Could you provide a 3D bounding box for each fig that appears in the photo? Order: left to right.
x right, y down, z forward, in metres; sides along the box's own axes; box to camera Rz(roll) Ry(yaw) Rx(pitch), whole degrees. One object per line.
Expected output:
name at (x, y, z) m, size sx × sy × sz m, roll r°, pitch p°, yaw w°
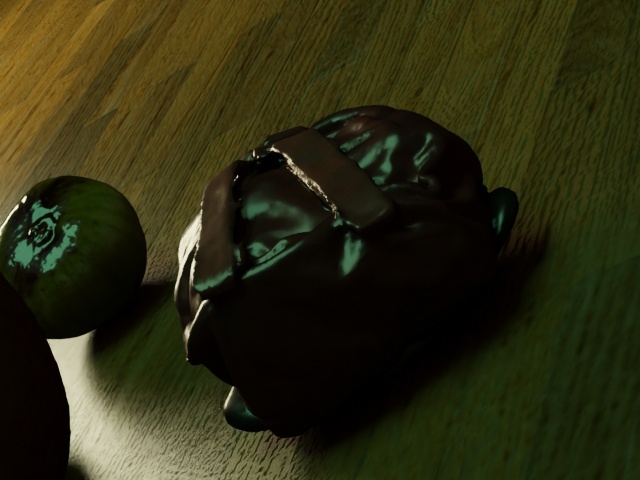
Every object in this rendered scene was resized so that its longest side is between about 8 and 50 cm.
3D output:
fig at (-0.206, 0.013, 1.395) m, size 0.136 × 0.121 × 0.153 m, roll -31°, pitch 22°, yaw 11°

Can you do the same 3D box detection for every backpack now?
backpack at (0.001, 0.002, 1.037) m, size 0.229 × 0.139 × 0.229 m, roll -32°, pitch 27°, yaw 19°

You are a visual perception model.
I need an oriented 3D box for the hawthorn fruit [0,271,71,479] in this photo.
hawthorn fruit at (-0.366, 0.130, 1.030) m, size 0.403 × 0.403 × 0.403 m, roll -34°, pitch 22°, yaw 16°
